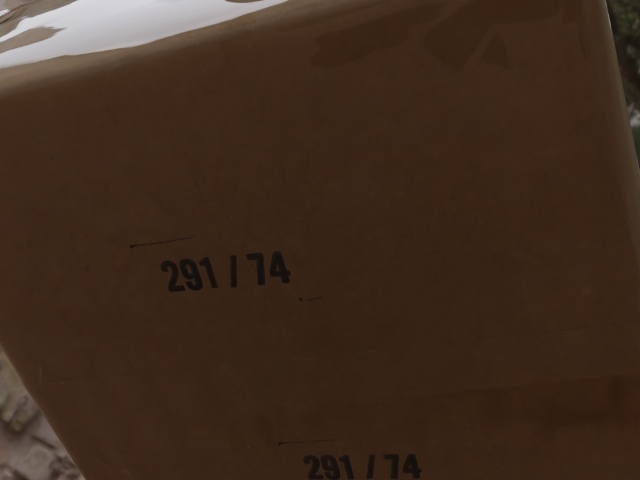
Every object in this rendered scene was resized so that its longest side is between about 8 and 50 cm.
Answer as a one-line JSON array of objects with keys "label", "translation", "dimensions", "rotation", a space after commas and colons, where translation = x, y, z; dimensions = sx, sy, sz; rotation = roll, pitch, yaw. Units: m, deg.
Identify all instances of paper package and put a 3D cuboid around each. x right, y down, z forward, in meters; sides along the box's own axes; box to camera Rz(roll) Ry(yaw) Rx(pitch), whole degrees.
[{"label": "paper package", "translation": [0.000, 0.000, 0.478], "dimensions": [0.325, 0.168, 0.309], "rotation": [-11, -60, 17]}]
